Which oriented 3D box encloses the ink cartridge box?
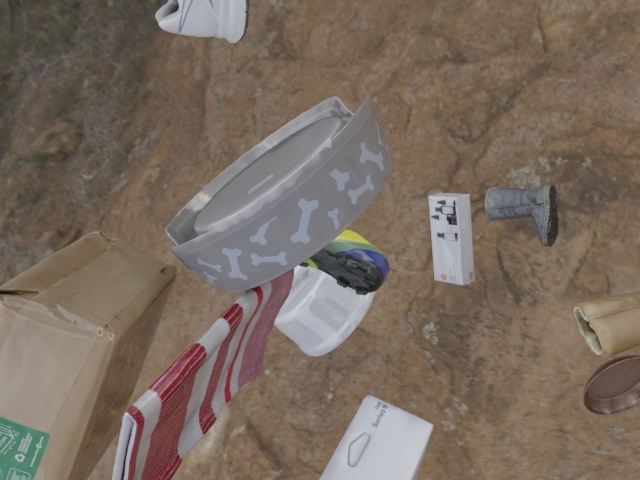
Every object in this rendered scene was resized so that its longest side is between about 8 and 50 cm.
[{"bbox_3d":[0.071,0.427,0.949,0.121,0.289,0.211,20,42,18],"label":"ink cartridge box"}]

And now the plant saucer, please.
[{"bbox_3d":[0.712,0.337,1.411,0.198,0.198,0.036,-39,34,16],"label":"plant saucer"}]

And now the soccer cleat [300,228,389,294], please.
[{"bbox_3d":[0.000,0.001,1.135,0.289,0.121,0.093,31,121,1],"label":"soccer cleat"}]

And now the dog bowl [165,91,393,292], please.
[{"bbox_3d":[-0.054,-0.066,0.813,0.348,0.102,0.349,-33,19,13],"label":"dog bowl"}]

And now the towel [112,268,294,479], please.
[{"bbox_3d":[-0.143,0.186,0.766,0.037,0.329,0.237,28,126,12],"label":"towel"}]

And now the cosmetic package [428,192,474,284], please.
[{"bbox_3d":[0.351,-0.005,1.593,0.099,0.060,0.239,9,110,51],"label":"cosmetic package"}]

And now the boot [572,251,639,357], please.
[{"bbox_3d":[0.717,0.132,1.380,0.269,0.089,0.236,-14,51,-5],"label":"boot"}]

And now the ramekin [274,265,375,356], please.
[{"bbox_3d":[-0.004,0.125,1.425,0.277,0.135,0.277,-43,22,22],"label":"ramekin"}]

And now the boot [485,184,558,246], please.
[{"bbox_3d":[0.576,-0.072,1.715,0.208,0.076,0.190,-4,78,44],"label":"boot"}]

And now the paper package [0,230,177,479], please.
[{"bbox_3d":[-0.367,0.189,0.858,0.168,0.309,0.325,23,103,-4],"label":"paper package"}]

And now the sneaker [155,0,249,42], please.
[{"bbox_3d":[-0.155,-0.381,0.737,0.129,0.297,0.111,-10,47,-17],"label":"sneaker"}]
